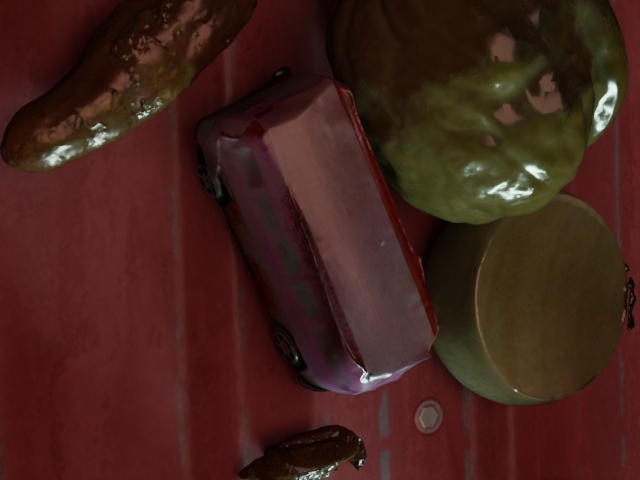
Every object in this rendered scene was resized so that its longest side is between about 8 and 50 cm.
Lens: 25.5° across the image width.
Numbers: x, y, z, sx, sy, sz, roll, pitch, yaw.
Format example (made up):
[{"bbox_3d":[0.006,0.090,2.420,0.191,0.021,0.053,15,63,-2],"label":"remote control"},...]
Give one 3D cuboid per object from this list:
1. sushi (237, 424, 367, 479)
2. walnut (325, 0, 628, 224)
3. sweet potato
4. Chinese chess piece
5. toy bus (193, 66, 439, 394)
[{"bbox_3d":[-0.015,0.206,1.321,0.120,0.055,0.052,-15,54,-39],"label":"sushi"},{"bbox_3d":[0.145,-0.170,1.304,0.253,0.282,0.277,-30,120,11],"label":"walnut"},{"bbox_3d":[-0.132,-0.177,1.209,0.106,0.095,0.354,30,65,12],"label":"sweet potato"},{"bbox_3d":[0.212,0.057,1.448,0.238,0.092,0.237,0,90,-33],"label":"Chinese chess piece"},{"bbox_3d":[0.000,0.000,1.279,0.128,0.147,0.302,-30,106,-24],"label":"toy bus"}]
